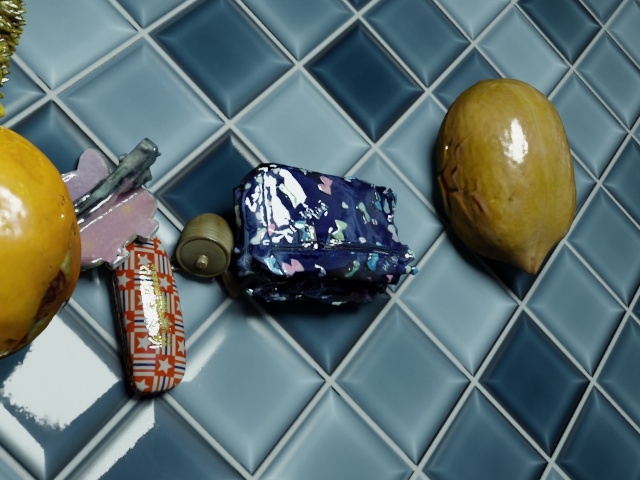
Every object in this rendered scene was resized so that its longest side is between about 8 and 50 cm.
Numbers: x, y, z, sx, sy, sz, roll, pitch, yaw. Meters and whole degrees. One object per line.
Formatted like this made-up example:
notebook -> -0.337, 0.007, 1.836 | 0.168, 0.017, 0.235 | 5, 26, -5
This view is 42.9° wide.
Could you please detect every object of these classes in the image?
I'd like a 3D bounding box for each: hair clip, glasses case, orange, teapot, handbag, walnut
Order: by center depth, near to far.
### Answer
orange -> -0.351, 0.005, 0.769 | 0.246, 0.246, 0.246 | 12, 65, -26
hair clip -> -0.254, -0.043, 0.942 | 0.146, 0.056, 0.187 | 34, 64, 12
glasses case -> -0.198, 0.079, 0.942 | 0.073, 0.049, 0.195 | -4, 72, -32
teapot -> -0.137, 0.024, 1.006 | 0.110, 0.085, 0.080 | 56, 24, -33
handbag -> 0.000, 0.000, 1.042 | 0.260, 0.113, 0.162 | 5, 62, -38
walnut -> 0.270, -0.093, 1.197 | 0.203, 0.203, 0.298 | 0, 74, -30

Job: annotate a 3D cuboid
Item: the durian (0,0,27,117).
durian -> -0.423, -0.237, 0.826 | 0.258, 0.258, 0.293 | 10, 49, -26
